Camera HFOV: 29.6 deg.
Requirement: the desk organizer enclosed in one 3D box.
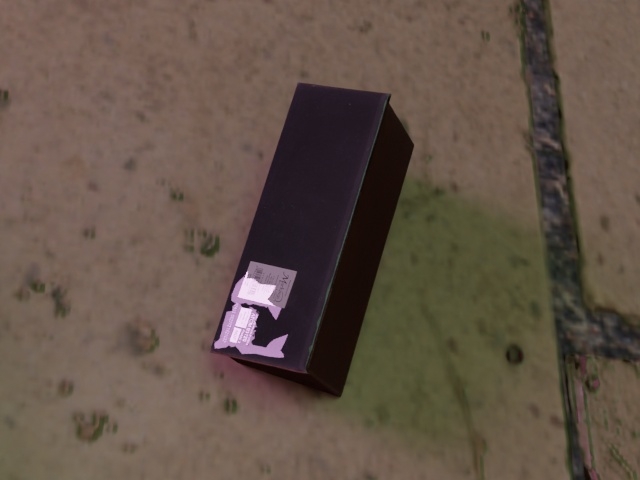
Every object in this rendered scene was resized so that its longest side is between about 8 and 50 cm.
[{"bbox_3d":[0.000,0.000,0.544,0.047,0.050,0.130,10,73,24],"label":"desk organizer"}]
